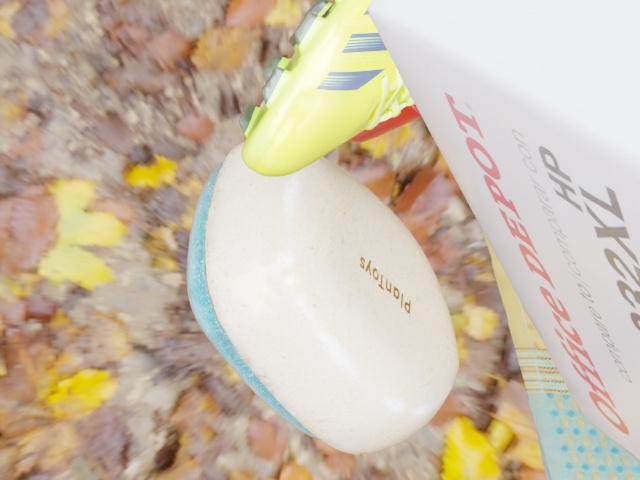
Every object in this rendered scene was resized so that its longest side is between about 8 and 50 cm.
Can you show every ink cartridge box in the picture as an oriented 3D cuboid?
[{"bbox_3d":[0.181,0.025,0.479,0.129,0.223,0.307,-42,45,-10],"label":"ink cartridge box"}]

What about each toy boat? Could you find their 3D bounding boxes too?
[{"bbox_3d":[0.000,0.000,1.292,0.148,0.267,0.318,-16,45,30],"label":"toy boat"}]

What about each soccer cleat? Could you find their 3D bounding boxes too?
[{"bbox_3d":[0.060,-0.123,1.080,0.121,0.093,0.289,44,55,-3],"label":"soccer cleat"}]

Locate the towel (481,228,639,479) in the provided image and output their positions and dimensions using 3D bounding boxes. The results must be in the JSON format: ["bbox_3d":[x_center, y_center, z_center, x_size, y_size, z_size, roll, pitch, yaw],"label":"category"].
[{"bbox_3d":[0.243,0.050,1.248,0.271,0.040,0.370,0,115,40],"label":"towel"}]
